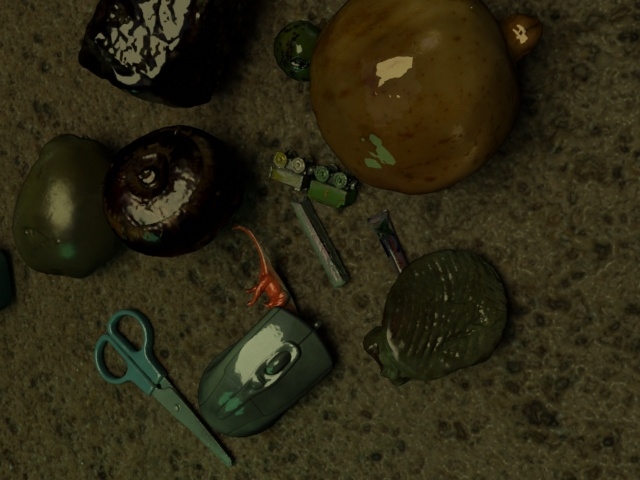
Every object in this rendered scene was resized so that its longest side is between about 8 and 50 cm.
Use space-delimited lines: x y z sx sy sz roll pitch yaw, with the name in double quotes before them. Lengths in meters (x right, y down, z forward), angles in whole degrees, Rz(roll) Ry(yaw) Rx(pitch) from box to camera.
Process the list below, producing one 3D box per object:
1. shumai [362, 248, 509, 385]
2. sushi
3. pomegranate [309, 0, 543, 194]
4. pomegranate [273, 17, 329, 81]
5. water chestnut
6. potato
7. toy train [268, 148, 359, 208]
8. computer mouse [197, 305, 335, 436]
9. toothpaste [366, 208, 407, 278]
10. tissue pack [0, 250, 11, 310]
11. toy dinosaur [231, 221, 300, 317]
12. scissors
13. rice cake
"shumai" 0.211 0.148 1.702 0.271 0.204 0.222 -27 81 -9
"sushi" -0.302 -0.443 1.834 0.281 0.299 0.294 25 108 1
"pomegranate" 0.185 -0.273 1.549 0.410 0.410 0.410 2 95 28
"pomegranate" -0.022 -0.385 1.795 0.161 0.122 0.122 -43 70 -15
"water chestnut" -0.293 -0.090 1.887 0.300 0.300 0.300 2 95 28
"potato" -0.549 -0.068 2.027 0.243 0.221 0.326 30 102 26
"toy train" -0.016 -0.124 1.828 0.202 0.060 0.081 21 109 27
"computer mouse" -0.127 0.286 1.866 0.188 0.122 0.371 45 114 -1
"toothpaste" 0.144 0.023 1.771 0.045 0.028 0.170 -27 77 16
"tissue pack" -0.917 0.106 2.197 0.206 0.287 0.198 -6 91 28
"toy dinosaur" -0.114 0.091 1.890 0.101 0.055 0.279 -40 90 17
"scissors" -0.347 0.348 2.055 0.447 0.029 0.193 42 112 19
"rice cake" -0.001 0.000 1.844 0.033 0.033 0.208 -37 75 35
